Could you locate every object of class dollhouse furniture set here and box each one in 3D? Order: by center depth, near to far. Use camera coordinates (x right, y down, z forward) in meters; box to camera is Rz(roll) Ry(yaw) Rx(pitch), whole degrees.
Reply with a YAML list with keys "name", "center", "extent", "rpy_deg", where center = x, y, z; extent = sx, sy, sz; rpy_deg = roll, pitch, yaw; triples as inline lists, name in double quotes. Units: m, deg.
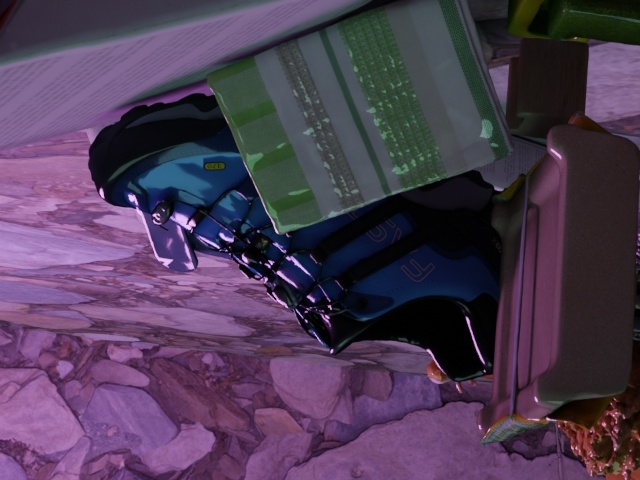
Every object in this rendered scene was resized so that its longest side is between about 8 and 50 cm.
- name: "dollhouse furniture set"
  center: [0.188, -0.032, 0.785]
  extent: [0.151, 0.301, 0.197]
  rpy_deg: [6, 168, -2]

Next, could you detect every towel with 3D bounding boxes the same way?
- name: "towel"
  center: [0.024, -0.075, 0.790]
  extent: [0.152, 0.113, 0.023]
  rpy_deg: [-19, -154, 8]

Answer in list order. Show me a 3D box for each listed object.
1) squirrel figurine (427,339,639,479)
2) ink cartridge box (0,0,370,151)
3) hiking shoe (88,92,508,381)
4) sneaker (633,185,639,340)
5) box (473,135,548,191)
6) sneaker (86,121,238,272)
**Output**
- name: "squirrel figurine"
  center: [0.313, 0.123, 1.560]
  extent: [0.370, 0.281, 0.397]
  rpy_deg: [25, 177, -14]
- name: "ink cartridge box"
  center: [-0.174, -0.107, 0.728]
  extent: [0.385, 0.091, 0.308]
  rpy_deg: [-17, -179, -30]
- name: "hiking shoe"
  center: [0.000, 0.000, 0.868]
  extent: [0.304, 0.132, 0.113]
  rpy_deg: [14, 148, -15]
- name: "sneaker"
  center: [0.325, 0.016, 1.313]
  extent: [0.104, 0.147, 0.296]
  rpy_deg: [6, 166, 2]
- name: "box"
  center: [0.083, -0.058, 1.282]
  extent: [0.322, 0.058, 0.232]
  rpy_deg: [15, 164, -36]
- name: "sneaker"
  center: [-0.072, -0.093, 1.016]
  extent: [0.236, 0.130, 0.323]
  rpy_deg: [21, 149, -8]
